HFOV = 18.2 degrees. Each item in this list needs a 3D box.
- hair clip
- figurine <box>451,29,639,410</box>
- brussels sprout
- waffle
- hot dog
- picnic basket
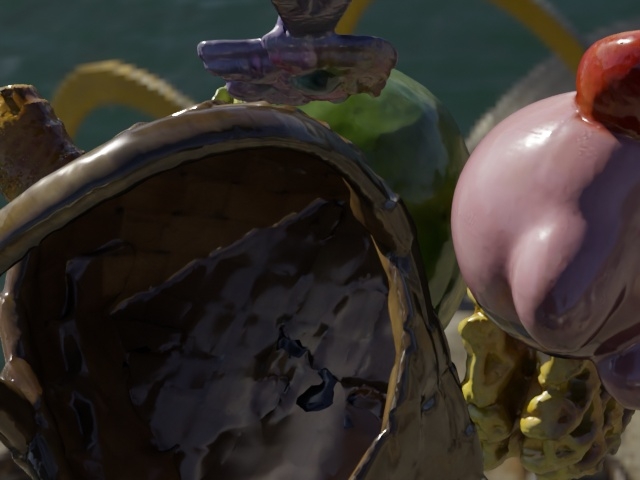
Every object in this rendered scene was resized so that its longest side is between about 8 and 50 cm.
[{"bbox_3d":[-0.016,-0.147,1.346,0.137,0.278,0.090,-5,61,-4],"label":"hair clip"},{"bbox_3d":[0.222,-0.026,1.609,0.211,0.269,0.261,25,85,45],"label":"figurine"},{"bbox_3d":[0.000,0.000,1.986,0.314,0.371,0.276,24,9,-3],"label":"brussels sprout"},{"bbox_3d":[0.231,0.062,1.862,0.151,0.324,0.261,10,2,18],"label":"waffle"},{"bbox_3d":[-0.173,-0.001,1.533,0.083,0.068,0.289,-34,82,-28],"label":"hot dog"},{"bbox_3d":[-0.084,0.038,1.210,0.293,0.337,0.337,-29,36,7],"label":"picnic basket"}]
